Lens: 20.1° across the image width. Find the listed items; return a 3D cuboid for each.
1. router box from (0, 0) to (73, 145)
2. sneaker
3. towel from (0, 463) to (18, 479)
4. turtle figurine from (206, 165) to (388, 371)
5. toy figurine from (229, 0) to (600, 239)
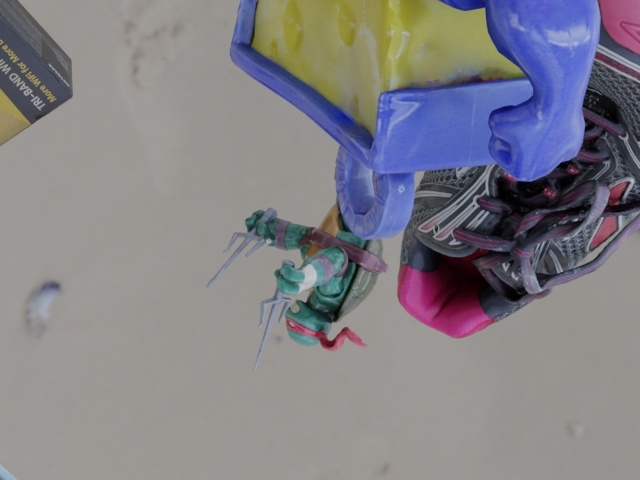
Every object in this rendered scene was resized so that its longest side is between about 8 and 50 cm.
[{"bbox_3d":[-0.431,-0.198,1.768,0.243,0.081,0.309,-33,123,14],"label":"router box"},{"bbox_3d":[0.113,-0.033,0.859,0.112,0.121,0.299,-56,175,-21],"label":"sneaker"},{"bbox_3d":[-0.505,0.255,2.093,0.374,0.320,0.090,56,52,-31],"label":"towel"},{"bbox_3d":[0.000,0.000,1.500,0.118,0.175,0.234,24,90,-23],"label":"turtle figurine"},{"bbox_3d":[-0.018,-0.104,0.550,0.191,0.362,0.217,-16,119,-24],"label":"toy figurine"}]
